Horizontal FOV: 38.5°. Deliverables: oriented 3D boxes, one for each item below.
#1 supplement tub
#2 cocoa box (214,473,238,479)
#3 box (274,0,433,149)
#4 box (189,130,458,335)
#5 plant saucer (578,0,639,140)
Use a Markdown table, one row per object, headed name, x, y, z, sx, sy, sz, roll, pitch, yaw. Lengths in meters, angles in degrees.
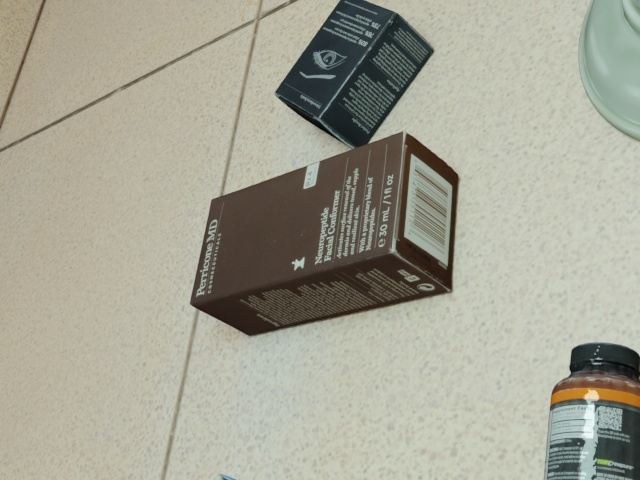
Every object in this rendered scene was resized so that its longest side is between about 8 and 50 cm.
| name | x | y | z | sx | sy | sz | roll | pitch | yaw |
| --- | --- | --- | --- | --- | --- | --- | --- | --- | --- |
| supplement tub | 0.280 | 0.205 | 0.915 | 0.106 | 0.106 | 0.197 | -11 | 56 | 41 |
| cocoa box | -0.019 | 0.404 | 0.715 | 0.228 | 0.231 | 0.347 | 14 | 75 | 49 |
| box | 0.051 | -0.269 | 1.461 | 0.207 | 0.108 | 0.153 | -54 | 40 | 4 |
| box | 0.000 | 0.000 | 1.310 | 0.382 | 0.143 | 0.191 | -18 | 53 | 39 |
| plant saucer | 0.471 | -0.300 | 1.069 | 0.401 | 0.101 | 0.400 | -25 | 49 | 33 |
